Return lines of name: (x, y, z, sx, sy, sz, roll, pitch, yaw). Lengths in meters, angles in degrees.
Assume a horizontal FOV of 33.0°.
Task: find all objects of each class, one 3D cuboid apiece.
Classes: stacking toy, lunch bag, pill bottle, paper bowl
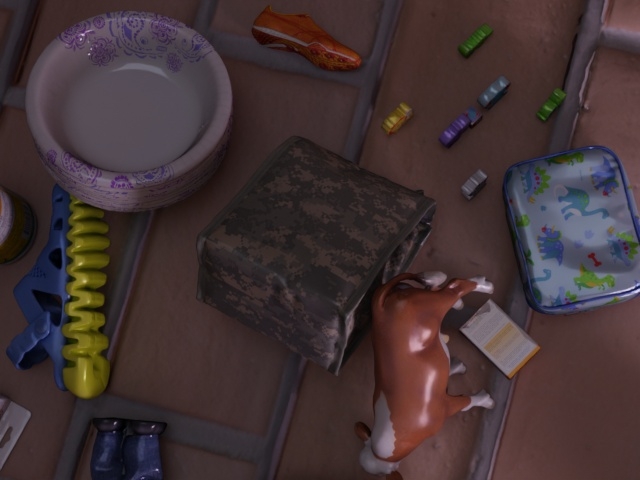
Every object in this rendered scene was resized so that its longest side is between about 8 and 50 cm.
stacking toy: (0.221, -0.187, 1.550, 0.167, 0.052, 0.221, 44, 87, 13)
lunch bag: (0.000, 0.000, 1.478, 0.235, 0.169, 0.287, 27, 53, 16)
pill bottle: (-0.496, -0.036, 1.536, 0.118, 0.208, 0.117, -1, 79, 7)
paper bowl: (-0.267, -0.172, 1.542, 0.284, 0.148, 0.284, 2, 65, -4)
lunch bag: (0.350, -0.012, 1.479, 0.176, 0.090, 0.218, -14, 78, 6)

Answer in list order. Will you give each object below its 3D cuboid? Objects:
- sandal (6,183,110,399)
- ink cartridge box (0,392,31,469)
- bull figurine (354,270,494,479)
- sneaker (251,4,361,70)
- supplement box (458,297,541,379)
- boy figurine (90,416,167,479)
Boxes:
sandal: (-0.380, 0.067, 1.549, 0.138, 0.126, 0.317, -2, 77, 11)
ink cartridge box: (-0.524, 0.249, 1.561, 0.180, 0.060, 0.104, 26, 83, 12)
bull figurine: (0.133, 0.177, 1.421, 0.188, 0.310, 0.101, -20, 34, -31)
sneaker: (-0.016, -0.303, 1.600, 0.175, 0.064, 0.067, 25, 74, 9)
supplement box: (0.247, 0.136, 1.491, 0.062, 0.036, 0.098, -44, 77, -2)
boy figurine: (-0.266, 0.388, 1.485, 0.177, 0.092, 0.285, 0, 80, 7)
